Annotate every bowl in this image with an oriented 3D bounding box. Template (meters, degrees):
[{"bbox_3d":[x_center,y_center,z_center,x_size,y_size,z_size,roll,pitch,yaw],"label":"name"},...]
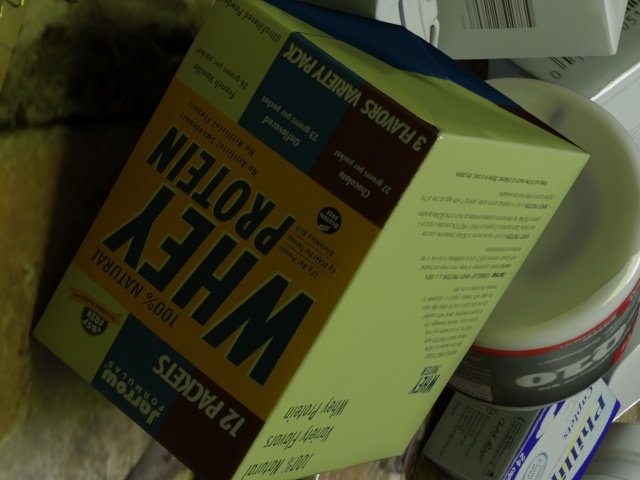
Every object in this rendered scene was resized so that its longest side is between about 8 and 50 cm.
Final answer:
[{"bbox_3d":[0.260,0.076,1.501,0.142,0.053,0.142,-36,156,-21],"label":"bowl"}]

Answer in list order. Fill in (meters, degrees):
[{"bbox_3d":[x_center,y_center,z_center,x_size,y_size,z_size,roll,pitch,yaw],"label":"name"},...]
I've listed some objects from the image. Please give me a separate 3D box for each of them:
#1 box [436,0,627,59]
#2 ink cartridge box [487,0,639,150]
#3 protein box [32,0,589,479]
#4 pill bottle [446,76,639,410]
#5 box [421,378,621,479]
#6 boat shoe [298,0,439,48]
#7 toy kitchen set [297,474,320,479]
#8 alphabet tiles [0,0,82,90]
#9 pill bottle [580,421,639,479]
[{"bbox_3d":[0.130,-0.201,1.164,0.170,0.130,0.091,-71,153,-43],"label":"box"},{"bbox_3d":[0.259,-0.082,1.445,0.308,0.091,0.385,-36,152,-22],"label":"ink cartridge box"},{"bbox_3d":[0.000,0.000,0.938,0.201,0.136,0.200,-59,156,15],"label":"protein box"},{"bbox_3d":[0.124,0.018,1.165,0.283,0.161,0.161,64,41,-73],"label":"pill bottle"},{"bbox_3d":[0.154,0.140,1.390,0.126,0.072,0.137,-59,149,-9],"label":"box"},{"bbox_3d":[0.017,-0.160,1.054,0.258,0.095,0.084,81,28,-52],"label":"boat shoe"},{"bbox_3d":[-0.065,0.133,0.994,0.207,0.122,0.166,77,30,-74],"label":"toy kitchen set"},{"bbox_3d":[-0.147,-0.178,0.812,0.198,0.009,0.237,34,69,-61],"label":"alphabet tiles"},{"bbox_3d":[0.228,0.289,1.519,0.265,0.153,0.153,-60,146,-33],"label":"pill bottle"}]
